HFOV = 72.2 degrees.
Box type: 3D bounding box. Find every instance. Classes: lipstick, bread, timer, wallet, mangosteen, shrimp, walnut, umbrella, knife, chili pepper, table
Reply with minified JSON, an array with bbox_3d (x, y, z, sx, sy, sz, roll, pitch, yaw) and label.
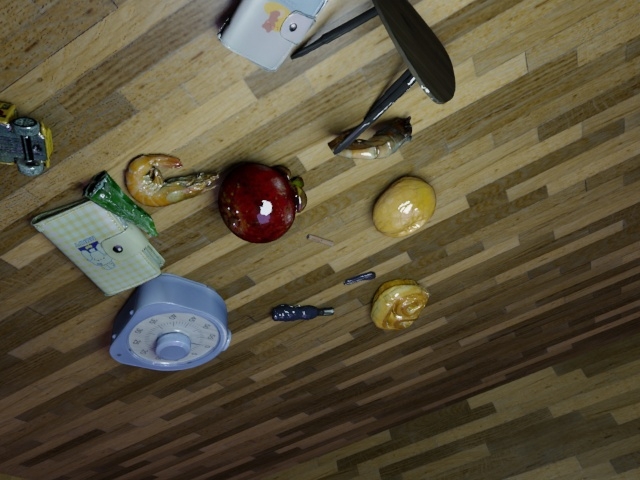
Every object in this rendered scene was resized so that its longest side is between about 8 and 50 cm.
[{"bbox_3d":[0.000,0.000,1.408,0.094,0.019,0.019,17,127,-28],"label":"lipstick"},{"bbox_3d":[0.291,0.243,1.650,0.198,0.120,0.236,3,132,-18],"label":"bread"},{"bbox_3d":[-0.480,0.307,1.483,0.394,0.173,0.395,-7,134,-8],"label":"timer"},{"bbox_3d":[-0.089,-0.469,0.890,0.170,0.069,0.231,9,137,-45],"label":"wallet"},{"bbox_3d":[-0.140,-0.107,1.159,0.257,0.215,0.215,-27,148,-40],"label":"mangosteen"},{"bbox_3d":[-0.610,0.018,1.240,0.223,0.077,0.310,-18,133,5],"label":"wallet"},{"bbox_3d":[-0.382,-0.156,1.130,0.248,0.068,0.150,-6,130,-1],"label":"shrimp"},{"bbox_3d":[0.243,-0.094,1.285,0.206,0.159,0.159,-40,130,17],"label":"walnut"},{"bbox_3d":[-0.060,0.263,1.628,0.248,0.071,0.071,-2,134,-18],"label":"umbrella"},{"bbox_3d":[0.141,0.138,1.582,0.121,0.018,0.031,-17,134,5],"label":"knife"},{"bbox_3d":[-0.511,-0.078,1.159,0.059,0.088,0.227,2,146,34],"label":"chili pepper"},{"bbox_3d":[0.109,-0.340,0.940,0.317,0.318,0.249,29,136,-35],"label":"table"},{"bbox_3d":[0.123,-0.248,1.101,0.178,0.289,0.075,12,127,30],"label":"shrimp"}]

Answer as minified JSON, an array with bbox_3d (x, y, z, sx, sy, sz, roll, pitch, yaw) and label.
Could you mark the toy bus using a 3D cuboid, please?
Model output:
[{"bbox_3d":[-0.751,-0.233,0.915,0.335,0.123,0.121,5,131,-19],"label":"toy bus"}]
